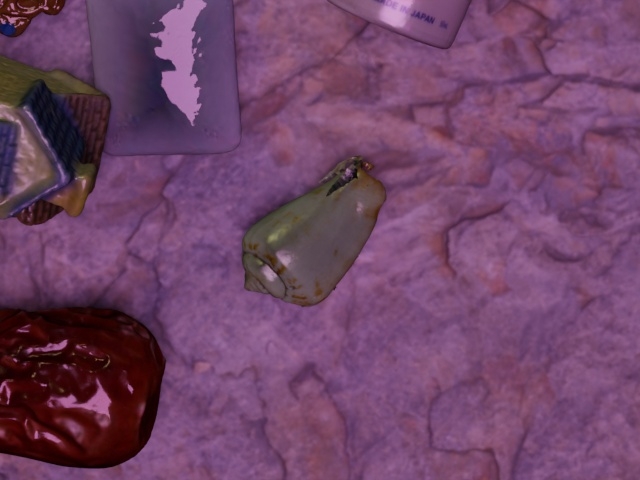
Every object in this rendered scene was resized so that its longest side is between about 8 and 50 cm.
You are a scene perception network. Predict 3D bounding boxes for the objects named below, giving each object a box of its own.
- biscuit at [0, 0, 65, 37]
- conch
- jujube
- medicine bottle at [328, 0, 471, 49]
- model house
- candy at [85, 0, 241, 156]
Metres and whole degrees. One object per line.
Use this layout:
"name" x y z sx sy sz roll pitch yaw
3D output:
"biscuit" -0.266 -0.272 1.571 0.124 0.026 0.175 27 101 -8
"conch" 0.000 0.000 1.631 0.170 0.079 0.106 -39 118 0
"jujube" -0.262 0.136 1.609 0.230 0.155 0.155 3 103 -2
"medicine bottle" 0.124 -0.350 1.520 0.130 0.130 0.341 22 101 -8
"model house" -0.294 -0.070 1.521 0.189 0.214 0.195 11 105 -7
"candy" -0.145 -0.165 1.579 0.138 0.071 0.174 -1 104 7
